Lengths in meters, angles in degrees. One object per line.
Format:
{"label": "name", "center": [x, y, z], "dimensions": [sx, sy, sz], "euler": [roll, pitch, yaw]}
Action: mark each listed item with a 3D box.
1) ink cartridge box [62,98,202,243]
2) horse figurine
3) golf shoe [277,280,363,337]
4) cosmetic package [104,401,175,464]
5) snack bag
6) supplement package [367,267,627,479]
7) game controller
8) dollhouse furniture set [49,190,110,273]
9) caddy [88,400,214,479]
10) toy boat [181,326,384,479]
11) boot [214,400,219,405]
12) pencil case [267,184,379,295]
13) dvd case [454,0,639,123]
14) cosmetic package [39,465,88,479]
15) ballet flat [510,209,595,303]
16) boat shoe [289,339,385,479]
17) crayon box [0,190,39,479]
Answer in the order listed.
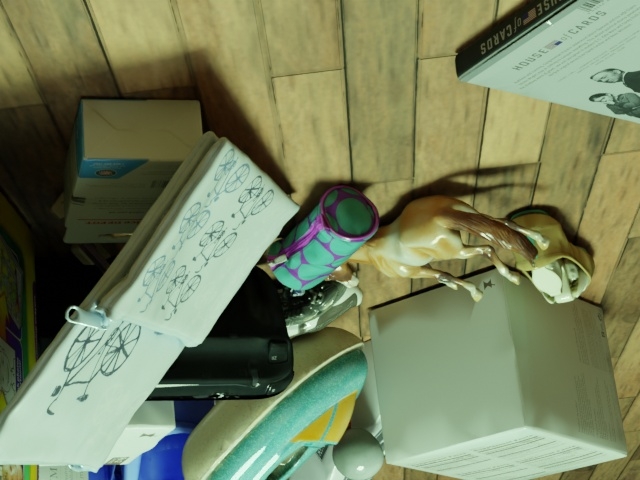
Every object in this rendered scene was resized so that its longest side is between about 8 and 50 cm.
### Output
{"label": "ink cartridge box", "center": [-0.171, -0.058, 1.323], "dimensions": [0.104, 0.060, 0.180], "euler": [-1, 158, -17]}
{"label": "horse figurine", "center": [0.121, 0.009, 1.559], "dimensions": [0.174, 0.066, 0.263], "euler": [22, 157, -21]}
{"label": "golf shoe", "center": [-0.039, 0.088, 1.721], "dimensions": [0.198, 0.077, 0.094], "euler": [-21, 155, 35]}
{"label": "cosmetic package", "center": [-0.259, 0.139, 1.631], "dimensions": [0.151, 0.184, 0.151], "euler": [4, 156, -26]}
{"label": "snack bag", "center": [-0.152, 0.074, 1.333], "dimensions": [0.342, 0.037, 0.323], "euler": [-53, 168, -2]}
{"label": "supplement package", "center": [0.221, 0.177, 1.854], "dimensions": [0.198, 0.199, 0.262], "euler": [-20, 155, 32]}
{"label": "game controller", "center": [-0.182, 0.089, 1.554], "dimensions": [0.319, 0.166, 0.067], "euler": [2, 135, -23]}
{"label": "dollhouse furniture set", "center": [-0.215, -0.026, 1.467], "dimensions": [0.081, 0.091, 0.114], "euler": [-44, -168, -14]}
{"label": "caddy", "center": [-0.254, 0.251, 1.929], "dimensions": [0.241, 0.179, 0.341], "euler": [-3, 158, -12]}
{"label": "toy boat", "center": [-0.016, 0.229, 1.820], "dimensions": [0.267, 0.148, 0.318], "euler": [-46, 162, 8]}
{"label": "boot", "center": [-0.050, 0.273, 2.145], "dimensions": [0.123, 0.095, 0.258], "euler": [-13, 139, 34]}
{"label": "pencil case", "center": [0.000, 0.000, 1.521], "dimensions": [0.070, 0.064, 0.151], "euler": [-11, 163, -29]}
{"label": "dvd case", "center": [0.258, -0.160, 1.242], "dimensions": [0.238, 0.030, 0.179], "euler": [9, 154, -34]}
{"label": "cosmetic package", "center": [-0.394, 0.205, 1.703], "dimensions": [0.224, 0.224, 0.138], "euler": [12, 152, -41]}
{"label": "ballet flat", "center": [0.257, 0.034, 1.676], "dimensions": [0.080, 0.073, 0.232], "euler": [-17, 157, 20]}
{"label": "boat shoe", "center": [0.061, 0.252, 2.027], "dimensions": [0.102, 0.108, 0.301], "euler": [1, 126, -37]}
{"label": "crayon box", "center": [-0.333, 0.110, 1.285], "dimensions": [0.106, 0.363, 0.313], "euler": [-7, 159, 4]}
